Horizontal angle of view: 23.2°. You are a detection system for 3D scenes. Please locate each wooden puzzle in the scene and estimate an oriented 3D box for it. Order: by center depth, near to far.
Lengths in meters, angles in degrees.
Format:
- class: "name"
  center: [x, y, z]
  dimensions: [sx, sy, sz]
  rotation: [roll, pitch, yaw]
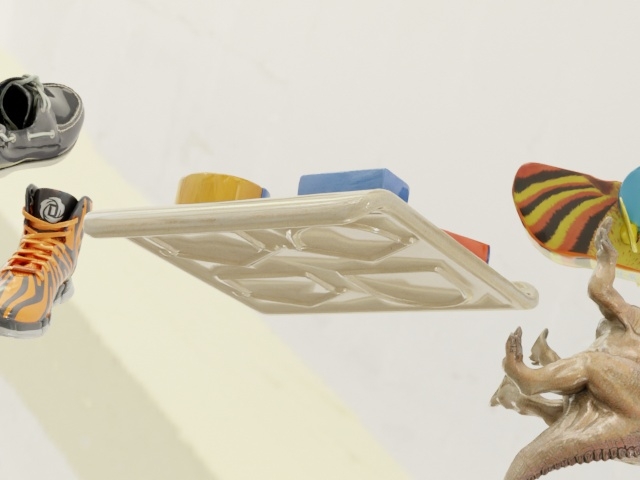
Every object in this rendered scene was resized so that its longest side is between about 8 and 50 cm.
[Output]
- class: "wooden puzzle"
  center: [0.000, 0.000, 1.496]
  dimensions: [0.322, 0.348, 0.080]
  rotation: [-3, -107, 33]

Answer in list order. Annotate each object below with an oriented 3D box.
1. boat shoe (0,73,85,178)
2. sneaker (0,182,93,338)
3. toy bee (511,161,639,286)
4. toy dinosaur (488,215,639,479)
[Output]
- class: "boat shoe"
  center: [-0.249, -0.105, 1.319]
  dimensions: [0.075, 0.206, 0.065]
  rotation: [39, -64, 5]
- class: "sneaker"
  center: [-0.405, 0.017, 2.172]
  dimensions: [0.321, 0.125, 0.180]
  rotation: [-80, -175, -75]
- class: "toy bee"
  center: [0.327, 0.008, 1.500]
  dimensions: [0.298, 0.195, 0.162]
  rotation: [-2, -106, 34]
- class: "toy dinosaur"
  center: [0.252, 0.117, 1.212]
  dimensions: [0.200, 0.296, 0.127]
  rotation: [32, -43, 17]
